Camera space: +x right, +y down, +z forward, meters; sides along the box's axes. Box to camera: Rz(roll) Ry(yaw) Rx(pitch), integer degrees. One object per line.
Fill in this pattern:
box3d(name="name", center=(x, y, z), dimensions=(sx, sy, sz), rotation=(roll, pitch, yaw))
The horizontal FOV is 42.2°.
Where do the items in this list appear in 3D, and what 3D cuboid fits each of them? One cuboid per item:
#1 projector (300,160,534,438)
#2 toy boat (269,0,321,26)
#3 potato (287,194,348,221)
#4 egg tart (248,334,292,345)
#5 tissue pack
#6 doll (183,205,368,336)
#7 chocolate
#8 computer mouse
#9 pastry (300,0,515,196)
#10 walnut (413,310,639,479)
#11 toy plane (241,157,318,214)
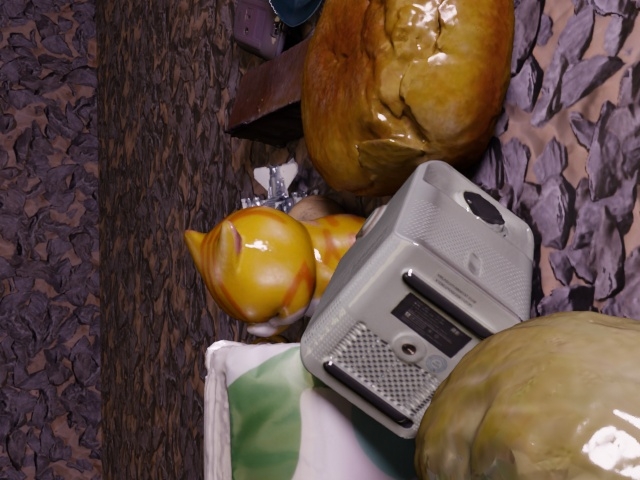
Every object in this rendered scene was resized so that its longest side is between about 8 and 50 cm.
box3d(name="projector", center=(0.103, 0.045, 0.821), dimensions=(0.177, 0.163, 0.242), rotation=(-51, 3, 27))
box3d(name="toy boat", center=(-0.032, -0.478, 1.278), dimensions=(0.122, 0.114, 0.295), rotation=(-132, 47, -81))
box3d(name="potato", center=(0.001, 0.003, 1.176), dimensions=(0.112, 0.112, 0.146), rotation=(-28, 68, 59))
box3d(name="egg tart", center=(-0.041, 0.277, 1.208), dimensions=(0.294, 0.123, 0.293), rotation=(-179, 90, -66))
box3d(name="tissue pack", center=(0.008, 0.284, 0.929), dimensions=(0.194, 0.266, 0.356), rotation=(-7, 81, 32))
box3d(name="doll", center=(-0.017, 0.038, 1.023), dimensions=(0.167, 0.270, 0.162), rotation=(-26, 68, 56))
box3d(name="chocolate", center=(-0.042, -0.229, 1.283), dimensions=(0.321, 0.112, 0.111), rotation=(-8, 72, 63))
box3d(name="computer mouse", center=(-0.097, -0.379, 1.453), dimensions=(0.232, 0.057, 0.120), rotation=(-140, 58, -60))
box3d(name="pastry", center=(0.087, -0.212, 0.967), dimensions=(0.356, 0.164, 0.355), rotation=(-179, 90, -65))
box3d(name="walnut", center=(0.206, 0.197, 0.596), dimensions=(0.253, 0.282, 0.277), rotation=(-53, 8, -21))
box3d(name="toy plane", center=(-0.066, -0.024, 1.335), dimensions=(0.160, 0.082, 0.234), rotation=(-5, 82, 36))
